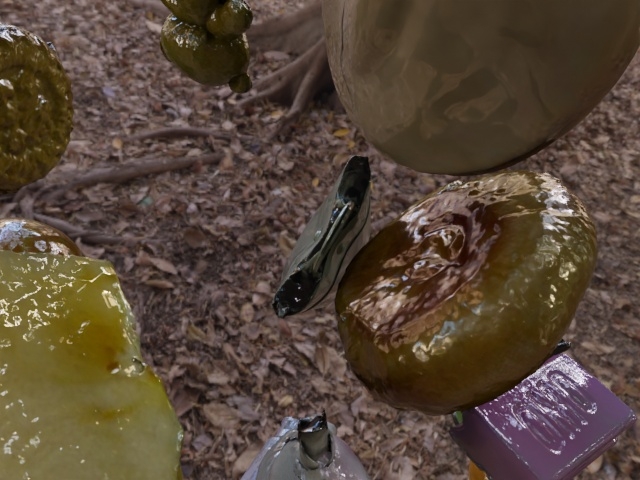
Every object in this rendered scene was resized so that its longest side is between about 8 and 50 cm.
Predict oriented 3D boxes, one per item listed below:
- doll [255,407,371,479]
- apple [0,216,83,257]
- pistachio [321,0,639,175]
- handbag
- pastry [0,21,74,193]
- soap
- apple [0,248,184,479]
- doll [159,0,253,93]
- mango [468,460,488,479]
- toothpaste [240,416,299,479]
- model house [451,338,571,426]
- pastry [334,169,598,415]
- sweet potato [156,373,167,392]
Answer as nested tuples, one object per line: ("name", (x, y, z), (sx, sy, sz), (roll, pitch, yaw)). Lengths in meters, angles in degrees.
("doll", (-0.009, 0.239, 0.507), (0.095, 0.192, 0.149), (-2, 74, -16))
("apple", (-0.578, 0.074, 0.998), (0.265, 0.264, 0.264), (7, 36, -5))
("pistachio", (0.141, -0.249, 0.545), (0.282, 0.364, 0.445), (-5, 10, -24))
("handbag", (0.000, 0.000, 0.759), (0.109, 0.241, 0.315), (27, -6, 9))
("pastry", (-0.445, -0.182, 0.728), (0.132, 0.239, 0.235), (18, 9, 19))
("soap", (0.270, 0.223, 0.631), (0.203, 0.065, 0.122), (-15, 45, -34))
("apple", (-0.270, 0.170, 0.491), (0.252, 0.314, 0.308), (-17, 66, -17))
("doll", (-0.123, -0.267, 0.581), (0.137, 0.209, 0.097), (29, 55, 8))
("mango", (0.334, 0.337, 0.861), (0.252, 0.153, 0.126), (-46, 30, -15))
("toothpaste", (-0.086, 0.360, 0.754), (0.090, 0.057, 0.234), (12, 35, 21))
("model house", (0.437, 0.333, 1.120), (0.218, 0.279, 0.204), (48, 21, -24))
("pastry", (0.170, 0.054, 0.652), (0.163, 0.356, 0.356), (50, 32, -19))
("sweet potato", (-0.496, 0.428, 1.519), (0.097, 0.252, 0.097), (3, 81, -20))
